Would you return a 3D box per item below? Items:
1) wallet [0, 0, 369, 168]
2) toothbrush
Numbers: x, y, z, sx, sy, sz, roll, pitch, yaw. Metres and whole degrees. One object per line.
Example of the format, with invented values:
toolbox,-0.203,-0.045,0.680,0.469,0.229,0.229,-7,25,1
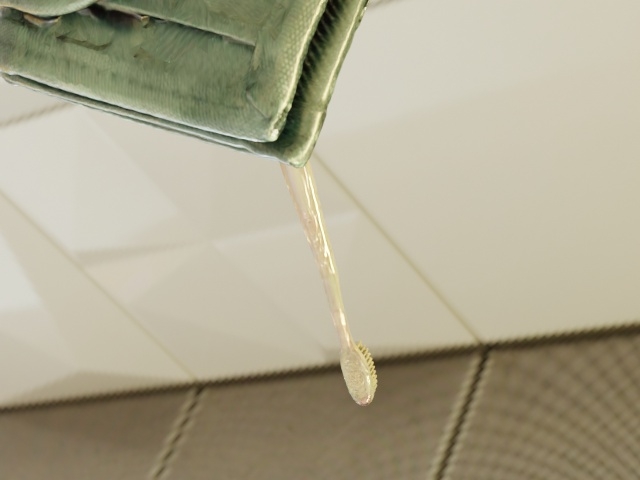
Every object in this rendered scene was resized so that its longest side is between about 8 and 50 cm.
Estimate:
wallet,-0.046,-0.225,0.846,0.237,0.075,0.342,19,-95,37
toothbrush,0.000,0.000,1.388,0.025,0.307,0.029,-10,-162,23
